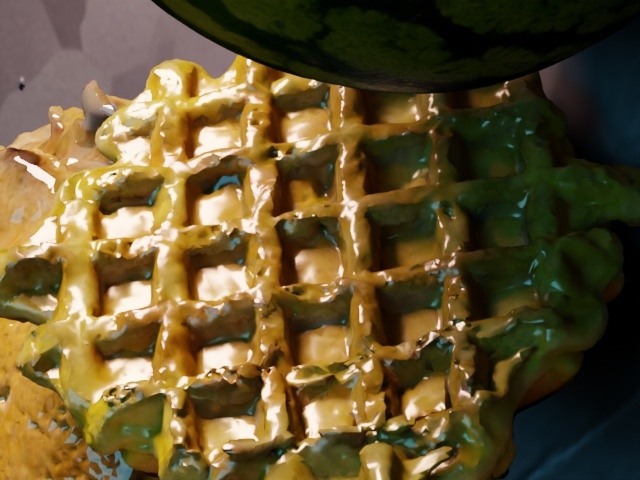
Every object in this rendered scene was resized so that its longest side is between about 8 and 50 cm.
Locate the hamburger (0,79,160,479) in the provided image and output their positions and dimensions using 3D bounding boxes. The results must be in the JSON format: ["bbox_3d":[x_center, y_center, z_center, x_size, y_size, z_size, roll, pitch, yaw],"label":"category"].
[{"bbox_3d":[-0.116,0.091,0.850,0.290,0.170,0.314,47,122,31],"label":"hamburger"}]

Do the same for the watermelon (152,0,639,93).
[{"bbox_3d":[0.024,-0.191,0.612,0.285,0.285,0.285,3,93,46],"label":"watermelon"}]

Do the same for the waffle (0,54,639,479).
[{"bbox_3d":[0.000,0.000,0.702,0.243,0.238,0.058,33,155,30],"label":"waffle"}]
